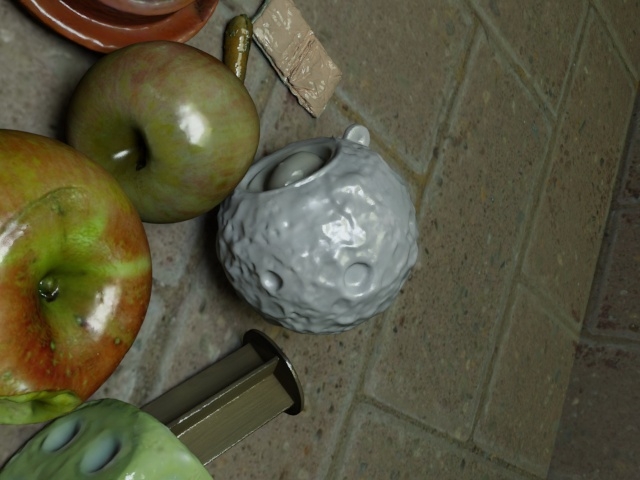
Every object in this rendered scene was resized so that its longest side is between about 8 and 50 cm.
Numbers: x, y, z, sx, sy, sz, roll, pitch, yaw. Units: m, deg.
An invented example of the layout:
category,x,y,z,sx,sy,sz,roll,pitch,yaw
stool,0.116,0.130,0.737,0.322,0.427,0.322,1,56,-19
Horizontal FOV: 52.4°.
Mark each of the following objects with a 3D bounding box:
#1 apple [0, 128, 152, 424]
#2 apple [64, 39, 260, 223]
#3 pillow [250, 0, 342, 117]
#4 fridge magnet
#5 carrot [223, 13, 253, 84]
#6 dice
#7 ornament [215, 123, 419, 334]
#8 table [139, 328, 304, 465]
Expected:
category,x,y,z,sx,sy,sz,roll,pitch,yaw
apple,-0.372,0.040,0.738,0.339,0.339,0.339,-3,94,-44
apple,-0.216,-0.157,0.927,0.234,0.257,0.257,-60,134,-58
pillow,-0.042,-0.351,1.230,0.232,0.043,0.126,48,65,-38
fridge magnet,-0.283,-0.441,0.903,0.363,0.155,0.363,-2,94,-39
carrot,-0.152,-0.267,1.125,0.049,0.049,0.254,7,91,-45
dice,-0.288,0.388,0.875,0.250,0.252,0.254,-45,123,-33
ornament,0.000,0.000,1.083,0.337,0.337,0.337,-3,94,-44
table,-0.165,0.272,1.073,0.226,0.167,0.167,-28,112,-31
